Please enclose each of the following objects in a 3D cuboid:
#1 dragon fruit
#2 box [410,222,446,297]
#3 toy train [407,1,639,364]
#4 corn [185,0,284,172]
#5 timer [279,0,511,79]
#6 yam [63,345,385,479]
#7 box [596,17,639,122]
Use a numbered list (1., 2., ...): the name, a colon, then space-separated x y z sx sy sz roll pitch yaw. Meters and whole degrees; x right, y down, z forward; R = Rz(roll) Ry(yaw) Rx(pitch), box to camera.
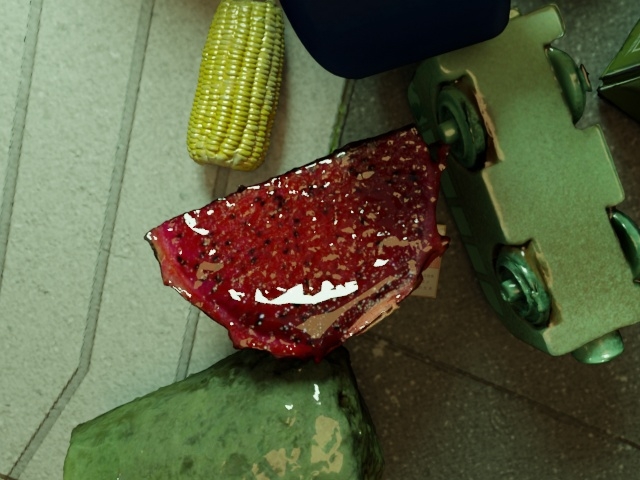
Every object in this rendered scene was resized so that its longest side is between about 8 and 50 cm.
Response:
1. dragon fruit: 0.000 0.000 0.465 0.262 0.189 0.162 -23 109 4
2. box: 0.109 0.021 0.556 0.046 0.012 0.083 5 99 -1
3. toy train: 0.192 -0.043 0.477 0.129 0.159 0.326 -23 95 0
4. corn: -0.082 -0.152 0.501 0.085 0.063 0.165 12 97 21
5. timer: 0.166 -0.256 0.291 0.384 0.270 0.270 -2 100 21
6. yam: -0.086 0.217 0.496 0.300 0.195 0.195 -25 99 4
7. box: 0.547 -0.220 0.464 0.373 0.138 0.420 33 98 -6
